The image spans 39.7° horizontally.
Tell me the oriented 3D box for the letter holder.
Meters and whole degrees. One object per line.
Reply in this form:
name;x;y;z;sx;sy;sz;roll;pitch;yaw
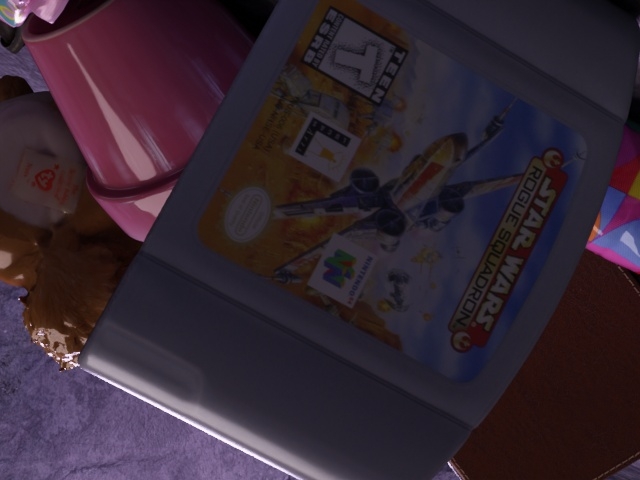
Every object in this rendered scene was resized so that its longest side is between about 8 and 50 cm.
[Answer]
letter holder;0.160;0.050;0.759;0.302;0.214;0.152;52;-157;6

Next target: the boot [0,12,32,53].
boot;-0.326;-0.283;0.764;0.229;0.091;0.263;37;164;-16

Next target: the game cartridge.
game cartridge;0.036;-0.024;0.453;0.198;0.297;0.062;28;173;-3

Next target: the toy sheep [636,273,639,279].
toy sheep;0.287;0.055;0.789;0.132;0.091;0.091;17;165;46

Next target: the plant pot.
plant pot;-0.131;-0.130;0.716;0.201;0.201;0.180;16;148;48

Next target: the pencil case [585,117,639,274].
pencil case;0.254;0.002;0.584;0.236;0.104;0.104;29;170;-2

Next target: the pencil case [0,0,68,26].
pencil case;-0.279;-0.262;0.582;0.284;0.124;0.124;35;167;-25

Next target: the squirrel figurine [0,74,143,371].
squirrel figurine;-0.290;-0.028;1.107;0.370;0.281;0.397;163;85;-86
